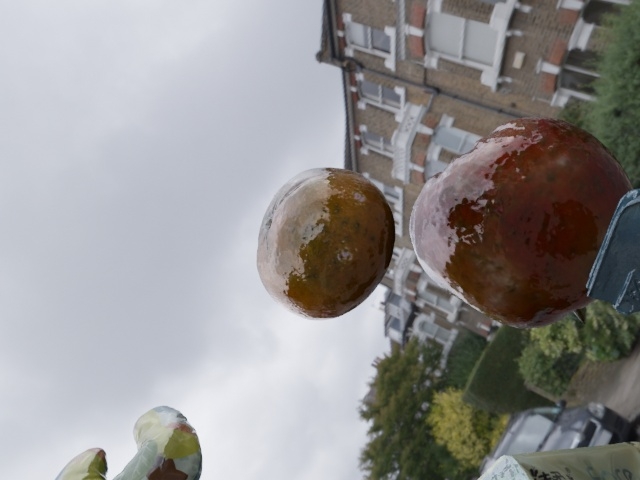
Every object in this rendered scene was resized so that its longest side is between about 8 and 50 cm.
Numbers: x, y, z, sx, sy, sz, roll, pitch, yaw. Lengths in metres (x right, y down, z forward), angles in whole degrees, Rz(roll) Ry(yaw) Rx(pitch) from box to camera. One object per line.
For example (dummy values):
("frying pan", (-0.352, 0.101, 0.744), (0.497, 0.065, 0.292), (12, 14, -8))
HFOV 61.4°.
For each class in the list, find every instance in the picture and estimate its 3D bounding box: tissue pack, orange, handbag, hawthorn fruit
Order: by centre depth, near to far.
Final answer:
("handbag", (0.491, 0.039, 0.707), (0.062, 0.229, 0.179), (-38, -37, -64))
("orange", (0.000, 0.000, 0.789), (0.171, 0.240, 0.240), (22, -86, -24))
("tissue pack", (0.397, 0.515, 0.903), (0.404, 0.205, 0.332), (10, -57, -32))
("hawthorn fruit", (0.381, -0.010, 1.014), (0.403, 0.402, 0.403), (-46, -30, -37))

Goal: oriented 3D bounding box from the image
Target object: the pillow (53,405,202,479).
("pillow", (-0.281, 0.342, 0.768), (0.233, 0.214, 0.086), (-30, -62, -18))
